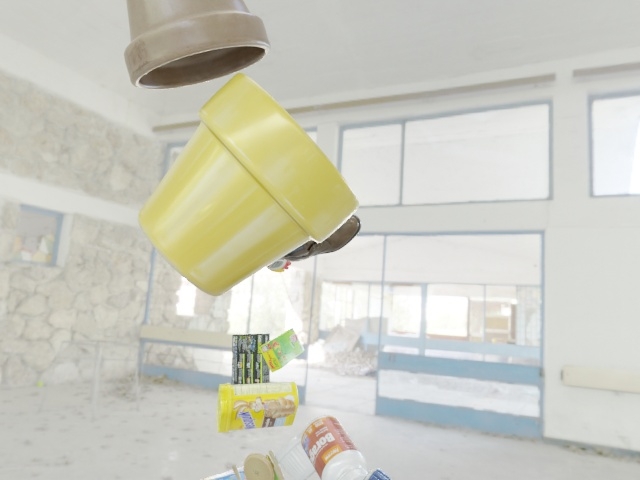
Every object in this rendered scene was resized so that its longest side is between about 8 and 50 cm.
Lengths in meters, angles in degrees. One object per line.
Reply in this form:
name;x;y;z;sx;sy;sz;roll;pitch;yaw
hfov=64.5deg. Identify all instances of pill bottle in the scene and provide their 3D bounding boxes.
pill bottle;0.042;0.557;1.292;0.121;0.121;0.216;9;15;-29

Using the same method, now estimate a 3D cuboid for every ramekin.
ramekin;-0.027;0.645;1.563;0.207;0.109;0.207;-36;-21;-16

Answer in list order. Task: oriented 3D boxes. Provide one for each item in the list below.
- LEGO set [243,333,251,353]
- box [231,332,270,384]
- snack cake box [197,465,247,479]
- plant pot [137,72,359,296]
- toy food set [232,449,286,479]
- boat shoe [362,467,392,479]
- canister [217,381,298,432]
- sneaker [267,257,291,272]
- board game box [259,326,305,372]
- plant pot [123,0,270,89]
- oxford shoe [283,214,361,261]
LEGO set;-0.236;0.331;1.621;0.023;0.083;0.054;-4;31;-17
box;-0.262;0.444;1.897;0.184;0.191;0.045;-11;-15;40
snack cake box;-0.371;0.980;1.949;0.264;0.152;0.089;-8;-13;-24
plant pot;-0.114;-0.060;0.719;0.254;0.239;0.254;48;0;0
toy food set;-0.202;0.776;1.704;0.192;0.132;0.038;-30;-11;25
boat shoe;0.053;0.401;0.699;0.066;0.183;0.066;40;-56;-2
canister;-0.142;0.372;1.139;0.170;0.073;0.126;1;-48;-15
sneaker;-0.194;0.042;1.503;0.225;0.088;0.092;-4;-24;34
board game box;-0.124;0.359;1.678;0.043;0.092;0.181;-31;-6;22
plant pot;-0.247;-0.420;0.912;0.263;0.229;0.263;-17;10;3
oxford shoe;0.000;0.000;1.303;0.227;0.083;0.096;-27;-5;11
